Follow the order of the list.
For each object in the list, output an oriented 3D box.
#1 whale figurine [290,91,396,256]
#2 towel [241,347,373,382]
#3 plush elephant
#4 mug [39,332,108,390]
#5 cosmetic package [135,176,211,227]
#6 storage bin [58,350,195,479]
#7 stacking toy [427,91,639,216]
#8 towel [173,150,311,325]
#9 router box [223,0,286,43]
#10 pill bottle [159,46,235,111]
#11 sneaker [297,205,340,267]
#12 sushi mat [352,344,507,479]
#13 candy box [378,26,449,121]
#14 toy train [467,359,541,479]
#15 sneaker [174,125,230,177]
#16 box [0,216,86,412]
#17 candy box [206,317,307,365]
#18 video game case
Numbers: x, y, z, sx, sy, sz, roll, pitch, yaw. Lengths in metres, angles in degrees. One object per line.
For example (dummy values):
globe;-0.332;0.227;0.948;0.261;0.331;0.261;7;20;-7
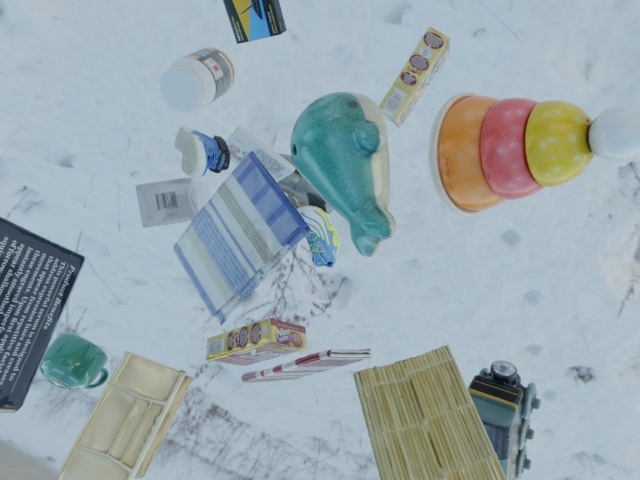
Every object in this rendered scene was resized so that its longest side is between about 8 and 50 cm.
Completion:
whale figurine;0.034;-0.109;0.693;0.141;0.272;0.216;-6;159;-20
towel;-0.038;0.368;1.268;0.329;0.037;0.237;-25;154;29
plush elephant;-0.009;-0.216;1.323;0.330;0.255;0.272;-2;140;36
mug;-0.590;0.307;1.034;0.158;0.097;0.129;36;136;-15
cosmetic package;-0.523;-0.140;1.585;0.197;0.365;0.155;-9;94;-4
storage bin;-0.380;0.374;0.876;0.123;0.260;0.262;25;158;-4
stacking toy;0.549;-0.230;1.074;0.480;0.350;0.350;7;144;52
towel;-0.163;-0.001;0.826;0.285;0.209;0.034;-46;158;21
router box;-0.173;-0.598;1.065;0.133;0.046;0.179;-2;125;22
pill bottle;-0.399;-0.529;1.408;0.162;0.278;0.162;6;124;9
sneaker;0.000;0.000;1.271;0.091;0.126;0.240;-13;145;23
sushi mat;0.151;0.294;0.539;0.151;0.316;0.019;-14;141;-1
candy box;0.336;-0.574;1.540;0.087;0.183;0.316;37;106;9
toy train;0.364;0.422;0.906;0.142;0.190;0.334;13;118;36
sneaker;-0.178;-0.134;0.684;0.084;0.152;0.058;14;109;-33
box;-0.503;0.025;0.405;0.293;0.212;0.395;12;162;11
candy box;-0.133;0.214;0.885;0.187;0.053;0.109;-24;147;30
video game case;-0.154;-0.193;1.014;0.157;0.019;0.143;35;156;-21
